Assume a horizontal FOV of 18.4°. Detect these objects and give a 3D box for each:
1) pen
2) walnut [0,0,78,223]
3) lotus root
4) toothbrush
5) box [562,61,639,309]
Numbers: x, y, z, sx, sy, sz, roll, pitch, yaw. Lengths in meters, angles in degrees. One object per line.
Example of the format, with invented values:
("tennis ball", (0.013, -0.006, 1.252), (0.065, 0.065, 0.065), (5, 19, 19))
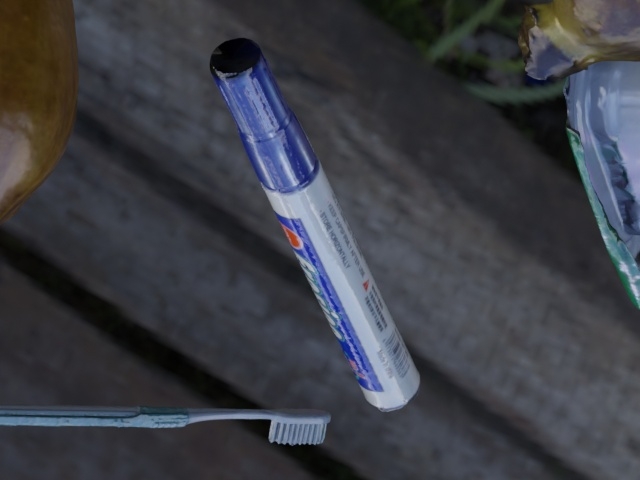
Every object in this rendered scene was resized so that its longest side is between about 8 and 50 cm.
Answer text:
("pen", (0.000, 0.000, 0.730), (0.025, 0.025, 0.204), (7, 147, 26))
("walnut", (-0.183, -0.091, 1.062), (0.115, 0.207, 0.116), (-6, 152, -3))
("lotus root", (0.214, -0.189, 1.152), (0.128, 0.260, 0.145), (50, -164, 22))
("toothbrush", (-0.069, 0.071, 0.765), (0.167, 0.014, 0.011), (4, -169, -30))
("box", (0.312, -0.148, 1.653), (0.106, 0.337, 0.264), (6, 146, 27))
